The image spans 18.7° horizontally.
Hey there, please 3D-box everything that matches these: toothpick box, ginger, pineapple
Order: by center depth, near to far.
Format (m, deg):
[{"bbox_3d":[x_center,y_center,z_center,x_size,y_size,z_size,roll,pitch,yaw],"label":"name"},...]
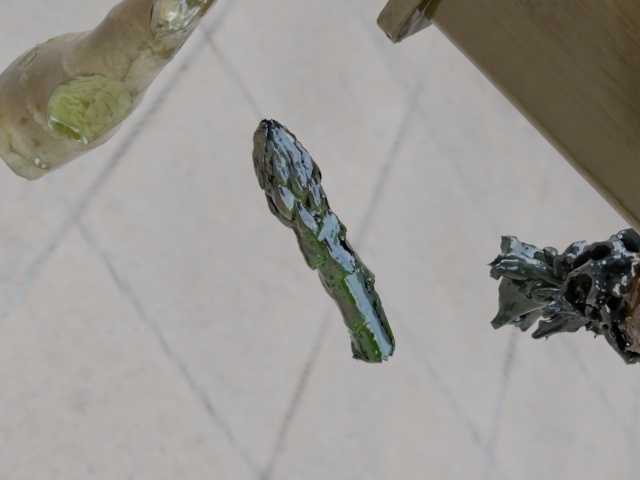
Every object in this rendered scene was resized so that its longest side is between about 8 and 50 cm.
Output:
[{"bbox_3d":[0.223,-0.112,1.185,0.308,0.190,0.187,47,39,9],"label":"toothpick box"},{"bbox_3d":[-0.139,-0.132,1.330,0.086,0.294,0.131,46,43,-9],"label":"ginger"},{"bbox_3d":[0.285,0.063,1.705,0.170,0.310,0.141,29,74,-44],"label":"pineapple"}]

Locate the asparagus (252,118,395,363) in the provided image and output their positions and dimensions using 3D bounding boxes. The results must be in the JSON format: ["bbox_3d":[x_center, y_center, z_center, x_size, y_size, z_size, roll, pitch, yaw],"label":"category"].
[{"bbox_3d":[0.000,0.000,1.026,0.036,0.030,0.165,-53,132,-31],"label":"asparagus"}]
